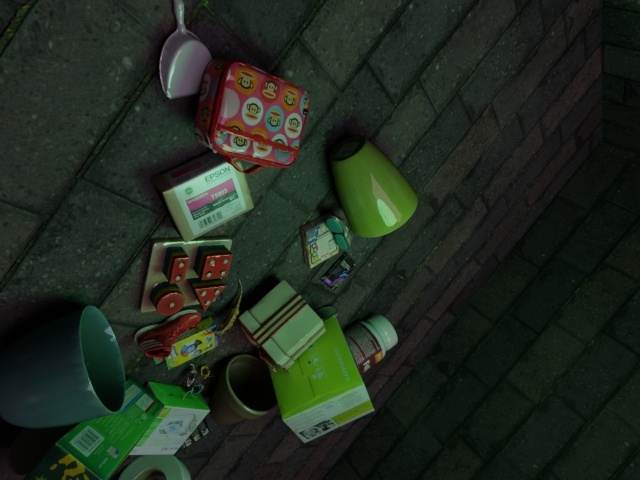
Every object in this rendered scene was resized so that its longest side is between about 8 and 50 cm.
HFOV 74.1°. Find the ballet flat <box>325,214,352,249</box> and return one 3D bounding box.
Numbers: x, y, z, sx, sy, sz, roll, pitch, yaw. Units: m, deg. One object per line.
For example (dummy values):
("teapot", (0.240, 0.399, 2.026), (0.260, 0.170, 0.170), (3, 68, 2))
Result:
("ballet flat", (0.071, -0.046, 1.608), (0.068, 0.072, 0.213), (-66, 151, -28))

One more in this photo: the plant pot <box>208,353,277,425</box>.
("plant pot", (-0.336, 0.637, 1.739), (0.263, 0.263, 0.229), (12, 130, -48))

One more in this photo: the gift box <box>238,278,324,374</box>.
("gift box", (-0.139, 0.347, 1.620), (0.258, 0.255, 0.276), (-41, 156, -13))

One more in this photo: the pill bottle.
("pill bottle", (0.187, 0.554, 2.159), (0.392, 0.224, 0.224), (-29, 138, -23))

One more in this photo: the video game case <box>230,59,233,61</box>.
("video game case", (-0.212, -0.381, 1.145), (0.157, 0.019, 0.143), (18, 108, -50))

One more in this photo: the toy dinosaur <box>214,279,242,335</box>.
("toy dinosaur", (-0.312, 0.257, 1.542), (0.112, 0.064, 0.212), (119, -7, -70))

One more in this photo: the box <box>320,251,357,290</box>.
("box", (0.083, 0.138, 1.865), (0.162, 0.029, 0.116), (-49, 142, -2))

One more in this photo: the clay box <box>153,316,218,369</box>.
("clay box", (-0.476, 0.370, 1.500), (0.221, 0.053, 0.128), (-24, 138, -29))

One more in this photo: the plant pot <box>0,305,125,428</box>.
("plant pot", (-0.684, 0.348, 1.109), (0.234, 0.293, 0.293), (-18, 135, -12))

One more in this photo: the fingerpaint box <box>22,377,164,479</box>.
("fingerpaint box", (-0.694, 0.659, 1.224), (0.371, 0.163, 0.445), (-49, -177, 0))

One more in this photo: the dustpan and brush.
("dustpan and brush", (-0.310, -0.449, 0.974), (0.147, 0.060, 0.211), (-31, 147, -40))

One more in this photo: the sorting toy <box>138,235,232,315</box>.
("sorting toy", (-0.407, 0.121, 1.328), (0.257, 0.089, 0.256), (-4, 124, -43))

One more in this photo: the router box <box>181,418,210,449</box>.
("router box", (-0.549, 0.793, 1.797), (0.133, 0.046, 0.179), (-26, 137, -26))

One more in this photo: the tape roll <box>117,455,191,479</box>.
("tape roll", (-0.659, 0.991, 1.666), (0.286, 0.286, 0.100), (-32, 140, -20))

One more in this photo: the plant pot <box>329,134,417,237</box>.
("plant pot", (0.160, -0.209, 1.485), (0.274, 0.274, 0.294), (-42, 126, -8))

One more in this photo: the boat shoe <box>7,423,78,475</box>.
("boat shoe", (-0.805, 0.562, 1.303), (0.340, 0.127, 0.113), (-54, 175, 0))

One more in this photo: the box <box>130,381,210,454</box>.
("box", (-0.596, 0.667, 1.584), (0.231, 0.126, 0.262), (-50, 143, -1))

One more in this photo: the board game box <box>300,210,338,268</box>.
("board game box", (0.000, 0.000, 1.653), (0.146, 0.045, 0.194), (-28, 137, -25))

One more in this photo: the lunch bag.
("lunch bag", (-0.176, -0.301, 1.097), (0.293, 0.120, 0.259), (4, 105, -48))

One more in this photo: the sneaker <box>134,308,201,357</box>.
("sneaker", (-0.480, 0.317, 1.392), (0.221, 0.128, 0.087), (-24, 136, -28))

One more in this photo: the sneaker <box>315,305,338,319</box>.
("sneaker", (-0.011, 0.410, 1.961), (0.226, 0.086, 0.164), (-33, 141, -22))

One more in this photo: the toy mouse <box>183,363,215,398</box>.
("toy mouse", (-0.486, 0.538, 1.621), (0.143, 0.031, 0.161), (-55, 144, -33))

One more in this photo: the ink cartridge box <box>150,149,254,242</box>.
("ink cartridge box", (-0.323, -0.132, 1.196), (0.234, 0.088, 0.193), (-31, 140, -20))

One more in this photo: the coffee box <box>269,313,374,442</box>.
("coffee box", (-0.004, 0.578, 1.783), (0.337, 0.338, 0.335), (-23, 139, -2))
